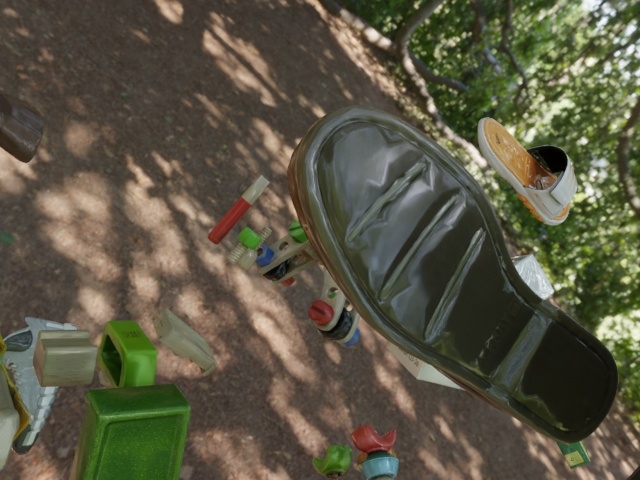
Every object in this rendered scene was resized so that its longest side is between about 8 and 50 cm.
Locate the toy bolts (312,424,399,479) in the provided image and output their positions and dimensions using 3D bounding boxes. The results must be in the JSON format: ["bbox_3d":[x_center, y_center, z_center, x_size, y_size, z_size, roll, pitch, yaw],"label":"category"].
[{"bbox_3d":[0.115,0.540,1.357,0.218,0.228,0.158,14,45,-25],"label":"toy bolts"}]

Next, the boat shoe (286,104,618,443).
[{"bbox_3d":[0.079,0.036,0.421,0.307,0.110,0.104,46,-11,-23],"label":"boat shoe"}]

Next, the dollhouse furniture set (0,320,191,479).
[{"bbox_3d":[-0.300,0.177,0.544,0.302,0.151,0.198,6,16,-37],"label":"dollhouse furniture set"}]

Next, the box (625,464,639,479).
[{"bbox_3d":[0.316,0.091,0.354,0.184,0.261,0.103,-28,52,-22],"label":"box"}]

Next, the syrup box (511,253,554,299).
[{"bbox_3d":[0.340,0.129,1.213,0.096,0.237,0.093,60,-15,1],"label":"syrup box"}]

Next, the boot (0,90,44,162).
[{"bbox_3d":[-0.267,-0.081,0.484,0.114,0.037,0.106,67,25,-73],"label":"boot"}]

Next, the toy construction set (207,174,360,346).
[{"bbox_3d":[0.000,0.000,1.037,0.309,0.237,0.257,39,0,-21],"label":"toy construction set"}]

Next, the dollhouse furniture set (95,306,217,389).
[{"bbox_3d":[-0.396,0.304,1.416,0.161,0.242,0.212,50,-2,-37],"label":"dollhouse furniture set"}]

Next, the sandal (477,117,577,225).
[{"bbox_3d":[0.342,-0.109,0.932,0.265,0.076,0.101,30,57,-36],"label":"sandal"}]

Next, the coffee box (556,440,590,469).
[{"bbox_3d":[0.456,0.339,1.134,0.113,0.040,0.184,64,18,6],"label":"coffee box"}]

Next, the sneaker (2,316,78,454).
[{"bbox_3d":[-0.516,0.238,1.026,0.132,0.086,0.228,22,73,-20],"label":"sneaker"}]

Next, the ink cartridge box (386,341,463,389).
[{"bbox_3d":[0.170,0.151,0.818,0.198,0.067,0.115,18,5,-17],"label":"ink cartridge box"}]
